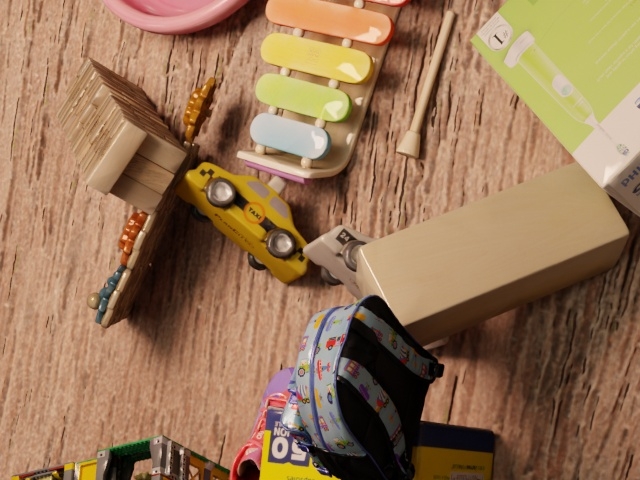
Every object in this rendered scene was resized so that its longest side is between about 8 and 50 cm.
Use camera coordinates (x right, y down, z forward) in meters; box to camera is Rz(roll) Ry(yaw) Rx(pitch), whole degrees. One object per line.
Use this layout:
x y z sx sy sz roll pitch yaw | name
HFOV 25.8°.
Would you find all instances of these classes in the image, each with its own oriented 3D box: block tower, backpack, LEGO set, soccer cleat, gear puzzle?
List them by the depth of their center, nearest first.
0.029 0.139 1.355 0.116 0.173 0.158 1 56 31 | backpack
-0.056 0.241 1.610 0.083 0.095 0.248 -11 47 27 | soccer cleat
-0.225 0.371 1.633 0.331 0.255 0.192 -12 58 21 | LEGO set
-0.254 -0.134 1.746 0.091 0.097 0.335 -57 24 9 | block tower
-0.210 -0.053 1.760 0.044 0.175 0.339 24 93 1 | gear puzzle

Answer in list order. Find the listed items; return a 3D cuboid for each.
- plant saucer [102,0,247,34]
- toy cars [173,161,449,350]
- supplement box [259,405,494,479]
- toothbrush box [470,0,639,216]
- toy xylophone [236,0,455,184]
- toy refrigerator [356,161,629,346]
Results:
-0.163 -0.428 1.856 0.332 0.084 0.332 -6 78 29 | plant saucer
0.000 0.000 1.639 0.393 0.176 0.087 25 67 32 | toy cars
0.051 0.369 1.504 0.194 0.195 0.357 1 81 31 | supplement box
0.321 -0.186 1.460 0.206 0.122 0.283 -47 43 14 | toothbrush box
0.030 -0.220 1.701 0.236 0.081 0.323 8 85 31 | toy xylophone
0.180 0.020 1.488 0.269 0.094 0.102 -22 66 -12 | toy refrigerator
